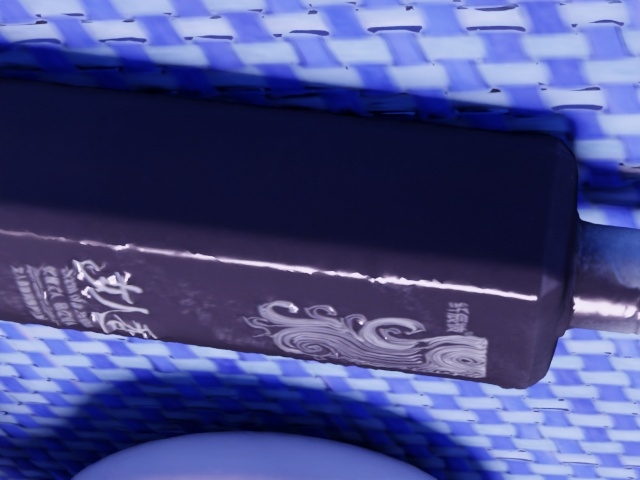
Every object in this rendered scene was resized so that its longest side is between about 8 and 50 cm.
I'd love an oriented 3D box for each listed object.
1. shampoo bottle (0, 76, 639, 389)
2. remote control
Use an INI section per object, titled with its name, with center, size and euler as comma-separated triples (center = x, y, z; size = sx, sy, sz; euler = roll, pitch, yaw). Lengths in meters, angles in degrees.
[shampoo bottle]
center = 0.000, 0.000, 0.647
size = 0.309, 0.071, 0.098
euler = 6, 151, 6
[remote control]
center = -0.045, 0.171, 0.972
size = 0.221, 0.104, 0.332
euler = 13, 156, -17
